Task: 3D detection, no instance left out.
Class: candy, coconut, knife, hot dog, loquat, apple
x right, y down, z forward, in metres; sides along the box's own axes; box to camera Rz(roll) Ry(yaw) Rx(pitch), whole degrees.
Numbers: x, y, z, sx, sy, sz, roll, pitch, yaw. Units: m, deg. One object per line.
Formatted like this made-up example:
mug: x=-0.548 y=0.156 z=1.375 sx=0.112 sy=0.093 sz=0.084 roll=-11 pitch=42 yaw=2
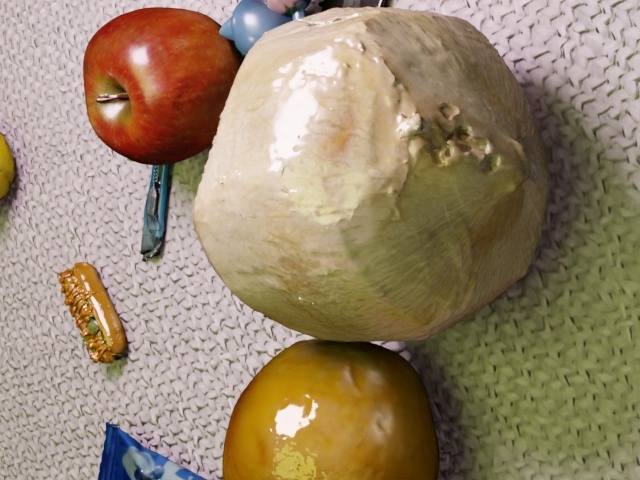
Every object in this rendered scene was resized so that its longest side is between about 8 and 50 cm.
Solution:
candy: x=-0.212 y=0.393 z=1.875 sx=0.331 sy=0.077 sz=0.187 roll=20 pitch=105 yaw=36
coconut: x=0.078 y=-0.076 z=1.432 sx=0.404 sy=0.404 sz=0.405 roll=0 pitch=90 yaw=40
knife: x=-0.242 y=-0.111 z=1.930 sx=0.044 sy=0.026 sz=0.296 roll=14 pitch=100 yaw=51
hot dog: x=-0.359 y=0.110 z=2.009 sx=0.072 sy=0.055 sz=0.188 roll=-45 pitch=64 yaw=33
loquat: x=0.022 y=0.260 z=1.555 sx=0.276 sy=0.284 sz=0.276 roll=13 pitch=123 yaw=20
apple: x=-0.209 y=-0.218 z=1.787 sx=0.230 sy=0.230 sz=0.230 roll=0 pitch=90 yaw=40

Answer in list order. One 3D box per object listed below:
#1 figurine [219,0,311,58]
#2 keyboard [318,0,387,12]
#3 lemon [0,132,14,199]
figurine: x=-0.046 y=-0.318 z=1.709 sx=0.114 sy=0.144 sz=0.178 roll=30 pitch=119 yaw=-1
keyboard: x=0.041 y=-0.294 z=1.690 sx=0.106 sy=0.027 sz=0.317 roll=21 pitch=104 yaw=35
lemon: x=-0.603 y=-0.129 z=2.141 sx=0.193 sy=0.180 sz=0.180 roll=42 pitch=118 yaw=57
